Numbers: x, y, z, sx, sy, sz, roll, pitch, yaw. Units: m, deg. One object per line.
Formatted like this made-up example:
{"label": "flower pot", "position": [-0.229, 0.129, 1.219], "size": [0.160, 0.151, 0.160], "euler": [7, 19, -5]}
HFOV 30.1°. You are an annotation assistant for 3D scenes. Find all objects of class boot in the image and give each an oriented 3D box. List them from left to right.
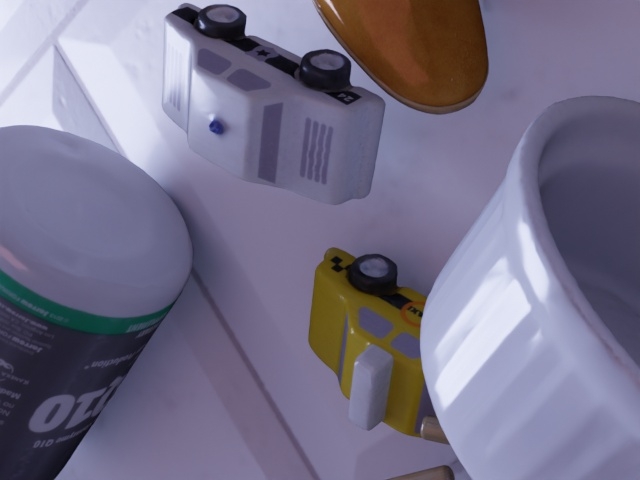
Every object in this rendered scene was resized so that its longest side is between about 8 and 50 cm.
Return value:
{"label": "boot", "position": [0.042, -0.241, 0.730], "size": [0.211, 0.104, 0.295], "euler": [117, 130, -70]}

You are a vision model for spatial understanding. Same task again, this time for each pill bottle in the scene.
{"label": "pill bottle", "position": [-0.275, 0.097, 1.008], "size": [0.204, 0.204, 0.361], "euler": [47, 122, 18]}

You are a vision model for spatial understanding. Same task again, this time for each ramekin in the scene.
{"label": "ramekin", "position": [0.189, 0.064, 0.647], "size": [0.277, 0.277, 0.135], "euler": [49, 130, 17]}

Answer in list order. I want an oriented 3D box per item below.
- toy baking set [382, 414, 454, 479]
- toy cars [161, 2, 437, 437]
{"label": "toy baking set", "position": [0.160, 0.214, 0.805], "size": [0.256, 0.030, 0.196], "euler": [5, 112, 15]}
{"label": "toy cars", "position": [0.000, 0.000, 0.828], "size": [0.176, 0.087, 0.393], "euler": [-28, 94, 48]}
